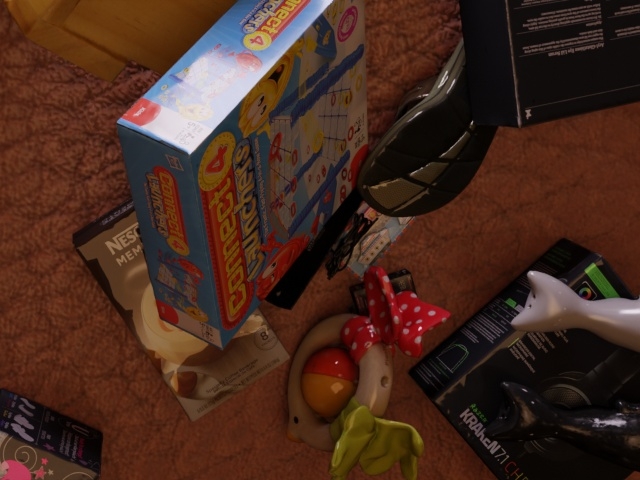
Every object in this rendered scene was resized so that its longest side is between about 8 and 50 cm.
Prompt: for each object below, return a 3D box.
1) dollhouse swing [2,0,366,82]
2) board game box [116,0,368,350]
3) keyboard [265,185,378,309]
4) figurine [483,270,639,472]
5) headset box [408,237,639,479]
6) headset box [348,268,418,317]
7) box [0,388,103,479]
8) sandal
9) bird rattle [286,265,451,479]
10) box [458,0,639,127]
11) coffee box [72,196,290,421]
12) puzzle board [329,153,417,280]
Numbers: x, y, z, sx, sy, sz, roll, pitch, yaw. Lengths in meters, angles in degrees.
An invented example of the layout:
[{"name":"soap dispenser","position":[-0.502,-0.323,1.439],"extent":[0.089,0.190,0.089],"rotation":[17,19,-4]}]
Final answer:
[{"name":"dollhouse swing","position":[-0.141,-0.362,1.454],"extent":[0.347,0.305,0.315],"rotation":[-47,60,22]},{"name":"board game box","position":[-0.065,-0.094,1.403],"extent":[0.086,0.308,0.302],"rotation":[25,56,22]},{"name":"keyboard","position":[0.000,0.000,1.612],"extent":[0.100,0.038,0.192],"rotation":[36,97,22]},{"name":"figurine","position":[0.305,0.145,1.537],"extent":[0.209,0.092,0.215],"rotation":[10,97,-8]},{"name":"headset box","position":[0.299,0.172,1.649],"extent":[0.283,0.131,0.246],"rotation":[-40,104,-2]},{"name":"headset box","position":[0.076,0.077,1.645],"extent":[0.083,0.032,0.062],"rotation":[-18,102,-5]},{"name":"box","position":[-0.360,0.323,1.544],"extent":[0.142,0.163,0.247],"rotation":[25,95,-11]},{"name":"sandal","position":[0.149,-0.149,1.596],"extent":[0.120,0.086,0.303],"rotation":[46,72,-28]},{"name":"bird rattle","position":[0.031,0.156,1.567],"extent":[0.143,0.207,0.253],"rotation":[7,81,-42]},{"name":"box","position":[0.297,-0.242,1.557],"extent":[0.261,0.103,0.184],"rotation":[-13,100,-26]},{"name":"coffee box","position":[-0.162,0.065,1.567],"extent":[0.141,0.098,0.246],"rotation":[-34,104,-4]},{"name":"puzzle board","position":[0.057,-0.028,1.634],"extent":[0.096,0.011,0.128],"rotation":[40,92,-14]}]
